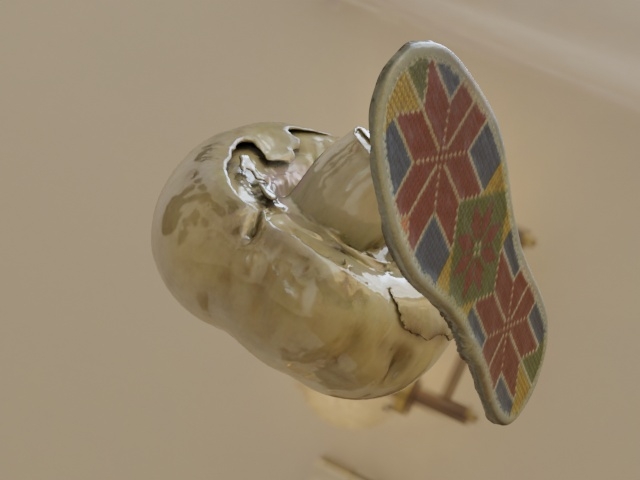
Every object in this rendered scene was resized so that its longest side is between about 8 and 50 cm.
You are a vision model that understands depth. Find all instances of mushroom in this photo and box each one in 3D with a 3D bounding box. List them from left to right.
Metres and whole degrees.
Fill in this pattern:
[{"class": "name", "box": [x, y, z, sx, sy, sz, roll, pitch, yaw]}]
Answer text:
[{"class": "mushroom", "box": [0.000, 0.000, 0.680, 0.154, 0.154, 0.122, -33, -20, -55]}]

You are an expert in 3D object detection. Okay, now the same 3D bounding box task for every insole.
[{"class": "insole", "box": [0.051, 0.004, 0.491, 0.065, 0.006, 0.193, -61, -33, -24]}]
